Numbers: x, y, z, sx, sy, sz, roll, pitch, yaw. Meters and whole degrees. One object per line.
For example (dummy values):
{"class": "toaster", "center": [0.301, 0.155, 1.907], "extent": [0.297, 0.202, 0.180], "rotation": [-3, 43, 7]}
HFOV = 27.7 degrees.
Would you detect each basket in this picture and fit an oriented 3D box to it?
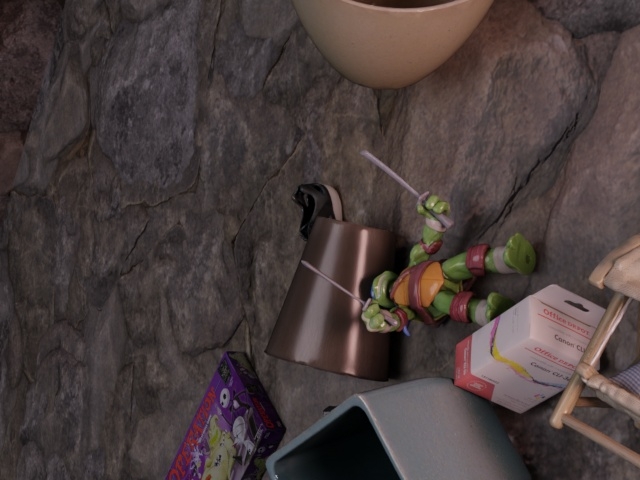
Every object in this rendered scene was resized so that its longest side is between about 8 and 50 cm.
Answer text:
{"class": "basket", "center": [0.030, 0.085, 2.007], "extent": [0.204, 0.154, 0.227], "rotation": [12, 90, 23]}

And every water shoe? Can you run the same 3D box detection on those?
{"class": "water shoe", "center": [0.000, 0.000, 2.128], "extent": [0.073, 0.080, 0.203], "rotation": [-45, 50, 44]}

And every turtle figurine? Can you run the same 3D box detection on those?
{"class": "turtle figurine", "center": [0.138, 0.035, 1.783], "extent": [0.266, 0.198, 0.275], "rotation": [1, 119, 42]}

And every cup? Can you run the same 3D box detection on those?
{"class": "cup", "center": [0.097, -0.358, 1.867], "extent": [0.237, 0.331, 0.331], "rotation": [95, 158, -53]}

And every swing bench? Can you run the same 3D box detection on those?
{"class": "swing bench", "center": [0.415, 0.132, 1.411], "extent": [0.253, 0.165, 0.255], "rotation": [28, 108, 55]}

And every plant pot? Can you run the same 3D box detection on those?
{"class": "plant pot", "center": [0.130, 0.318, 1.713], "extent": [0.247, 0.252, 0.248], "rotation": [-43, 70, 46]}

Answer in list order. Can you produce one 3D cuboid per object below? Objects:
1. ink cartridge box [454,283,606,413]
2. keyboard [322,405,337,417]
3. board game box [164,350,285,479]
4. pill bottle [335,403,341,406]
{"class": "ink cartridge box", "center": [0.274, 0.140, 1.654], "extent": [0.198, 0.115, 0.067], "rotation": [-42, 31, 46]}
{"class": "keyboard", "center": [0.086, 0.302, 1.913], "extent": [0.192, 0.038, 0.100], "rotation": [2, 89, 24]}
{"class": "board game box", "center": [-0.183, 0.400, 2.384], "extent": [0.347, 0.056, 0.208], "rotation": [-64, 34, 28]}
{"class": "pill bottle", "center": [0.055, 0.336, 1.994], "extent": [0.087, 0.087, 0.160], "rotation": [6, 91, 56]}
